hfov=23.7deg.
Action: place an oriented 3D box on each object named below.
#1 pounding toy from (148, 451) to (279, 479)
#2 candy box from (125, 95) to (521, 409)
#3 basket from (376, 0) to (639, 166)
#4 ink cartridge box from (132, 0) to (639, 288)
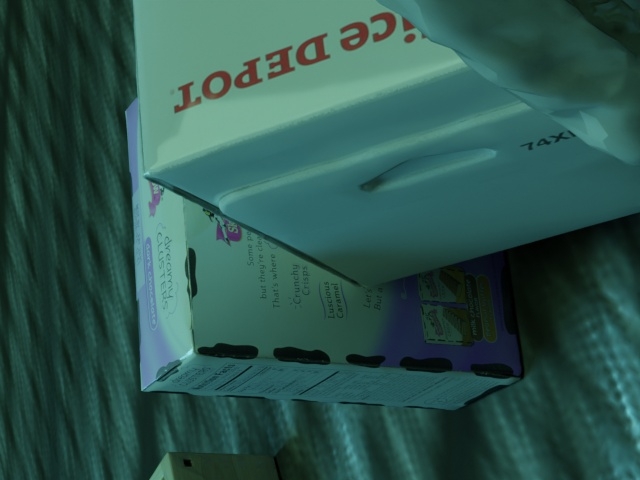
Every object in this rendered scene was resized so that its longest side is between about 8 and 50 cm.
[{"bbox_3d":[-0.085,0.279,1.028,0.181,0.094,0.206,-57,38,40],"label":"pounding toy"},{"bbox_3d":[0.000,0.000,0.821,0.070,0.196,0.165,-37,52,53],"label":"candy box"},{"bbox_3d":[0.147,-0.217,0.423,0.266,0.328,0.331,-27,58,31],"label":"basket"},{"bbox_3d":[0.042,-0.146,0.705,0.198,0.197,0.270,-16,66,25],"label":"ink cartridge box"}]
